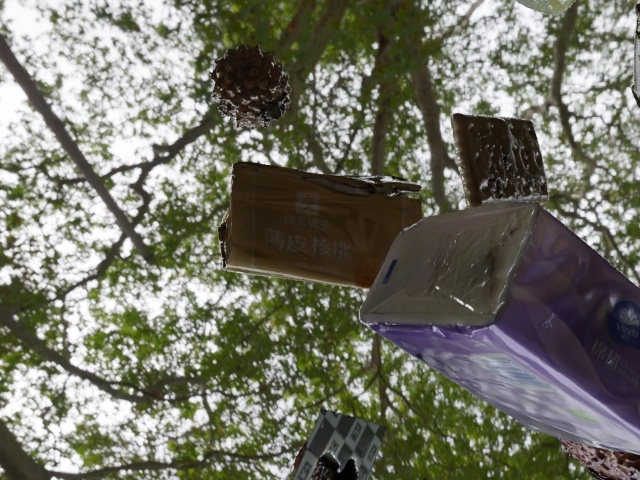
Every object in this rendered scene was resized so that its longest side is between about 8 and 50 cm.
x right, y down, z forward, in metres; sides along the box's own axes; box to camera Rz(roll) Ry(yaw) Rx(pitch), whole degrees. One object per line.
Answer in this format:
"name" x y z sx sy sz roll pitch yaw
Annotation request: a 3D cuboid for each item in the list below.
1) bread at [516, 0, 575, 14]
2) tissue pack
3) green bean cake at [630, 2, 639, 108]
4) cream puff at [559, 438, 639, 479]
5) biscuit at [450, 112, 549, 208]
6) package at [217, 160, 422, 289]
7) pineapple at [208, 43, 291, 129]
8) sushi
"bread" 0.128 -0.291 0.457 0.056 0.286 0.207 -36 -163 9
"tissue pack" 0.252 0.111 0.717 0.242 0.338 0.160 -7 -127 61
"green bean cake" 0.561 -0.198 0.840 0.202 0.285 0.310 -32 -136 32
"cream puff" 0.610 0.309 1.240 0.350 0.228 0.350 4 -136 -4
"biscuit" 0.407 -0.175 1.368 0.325 0.217 0.044 -5 175 -43
"package" 0.007 -0.032 0.973 0.311 0.165 0.221 9 -164 -15
"pineapple" -0.136 -0.304 1.268 0.166 0.166 0.193 -32 -123 -12
"sushi" -0.011 0.485 1.199 0.069 0.339 0.320 15 -103 31
